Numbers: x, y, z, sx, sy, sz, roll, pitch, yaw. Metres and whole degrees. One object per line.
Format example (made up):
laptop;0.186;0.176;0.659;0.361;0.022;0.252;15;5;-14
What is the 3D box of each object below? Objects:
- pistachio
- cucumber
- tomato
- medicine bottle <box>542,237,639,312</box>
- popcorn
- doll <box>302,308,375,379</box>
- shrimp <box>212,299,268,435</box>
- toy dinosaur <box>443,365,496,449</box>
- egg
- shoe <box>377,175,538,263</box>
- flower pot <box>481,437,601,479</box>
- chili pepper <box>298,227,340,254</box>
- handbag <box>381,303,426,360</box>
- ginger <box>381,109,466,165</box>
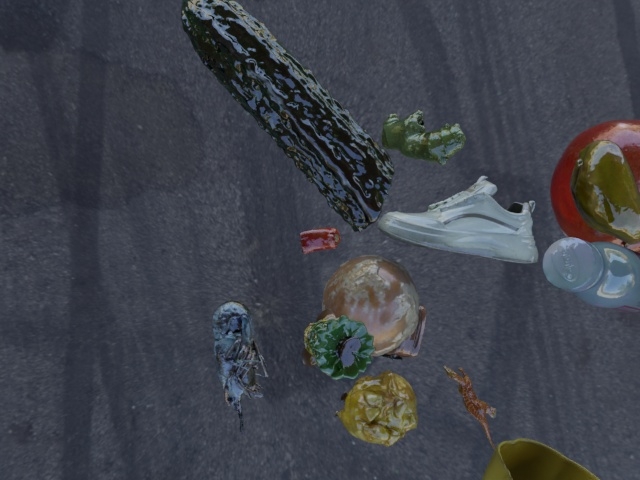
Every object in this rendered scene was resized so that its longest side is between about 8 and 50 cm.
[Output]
pistachio;0.477;-0.071;0.913;0.100;0.110;0.189;-19;104;33
cucumber;-0.033;-0.126;0.491;0.077;0.077;0.265;-44;95;-8
tomato;0.716;-0.120;1.283;0.293;0.325;0.290;-3;43;0
medicine bottle;0.386;0.046;0.746;0.217;0.090;0.090;13;81;-40
popcorn;0.155;0.432;1.428;0.191;0.253;0.190;22;74;-5
doll;0.001;0.119;0.664;0.077;0.113;0.078;31;78;-40
shrimp;-0.217;0.349;1.495;0.137;0.172;0.372;-16;88;-8
toy dinosaur;0.390;0.415;1.377;0.057;0.142;0.212;-37;52;14
egg;0.097;0.123;1.057;0.195;0.233;0.195;-3;63;6
shoe;0.274;-0.050;1.040;0.316;0.124;0.159;12;92;-10
flower pot;0.289;0.402;0.740;0.195;0.195;0.179;23;106;-2
chili pepper;0.000;0.000;1.694;0.123;0.070;0.073;-8;64;12
handbag;0.177;0.222;1.365;0.072;0.193;0.151;16;76;-27
ginger;0.291;-0.305;1.599;0.089;0.290;0.137;29;94;-45
